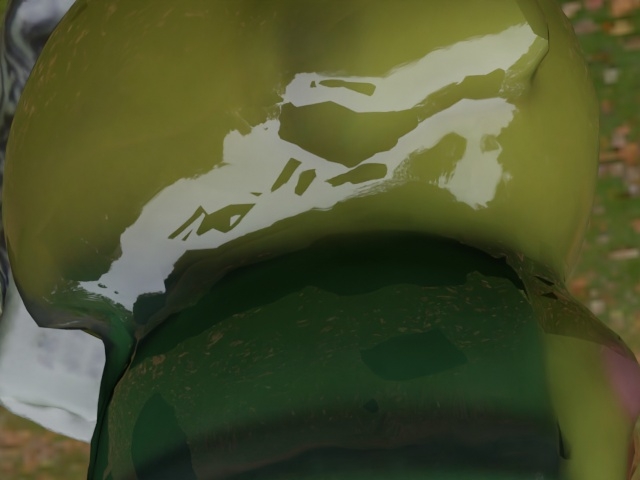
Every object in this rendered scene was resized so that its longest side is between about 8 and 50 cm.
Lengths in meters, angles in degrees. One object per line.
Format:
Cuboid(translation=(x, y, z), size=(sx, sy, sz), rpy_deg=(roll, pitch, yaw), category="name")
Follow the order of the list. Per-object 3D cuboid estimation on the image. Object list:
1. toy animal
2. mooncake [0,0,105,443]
Cuboid(translation=(-0.003, 0.002, 0.605), size=(0.191, 0.338, 0.216), rpy_deg=(-6, 161, 4), category="toy animal")
Cuboid(translation=(-0.060, -0.058, 0.842), size=(0.136, 0.254, 0.250), rpy_deg=(19, -157, 5), category="mooncake")
